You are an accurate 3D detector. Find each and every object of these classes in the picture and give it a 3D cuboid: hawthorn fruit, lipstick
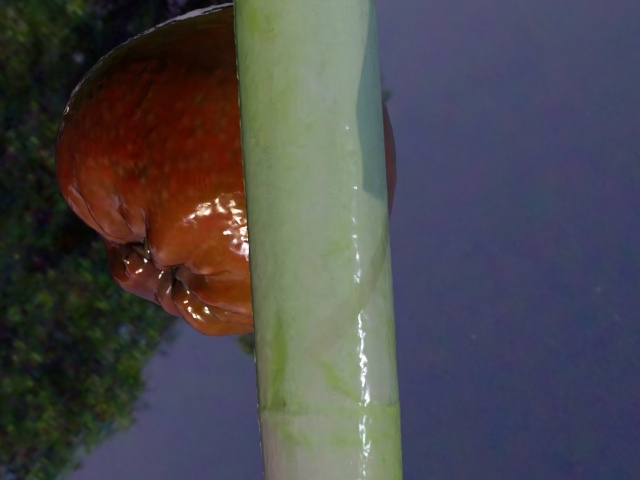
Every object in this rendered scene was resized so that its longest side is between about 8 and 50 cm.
[{"bbox_3d":[-0.054,-0.078,1.036,0.277,0.277,0.298,4,-125,46],"label":"hawthorn fruit"},{"bbox_3d":[0.000,0.000,0.635,0.076,0.076,0.304,-7,-95,39],"label":"lipstick"}]
